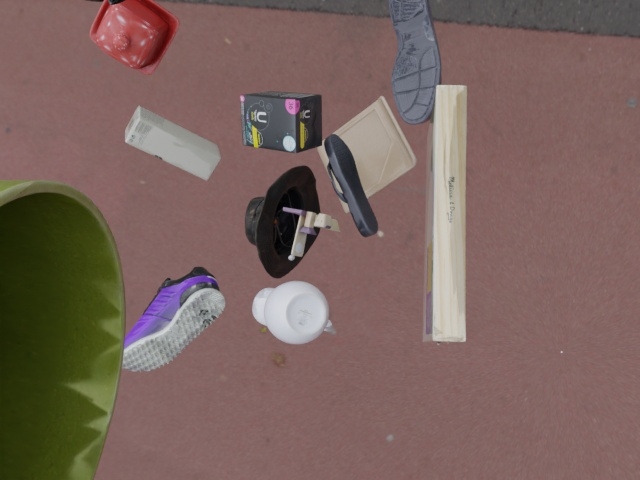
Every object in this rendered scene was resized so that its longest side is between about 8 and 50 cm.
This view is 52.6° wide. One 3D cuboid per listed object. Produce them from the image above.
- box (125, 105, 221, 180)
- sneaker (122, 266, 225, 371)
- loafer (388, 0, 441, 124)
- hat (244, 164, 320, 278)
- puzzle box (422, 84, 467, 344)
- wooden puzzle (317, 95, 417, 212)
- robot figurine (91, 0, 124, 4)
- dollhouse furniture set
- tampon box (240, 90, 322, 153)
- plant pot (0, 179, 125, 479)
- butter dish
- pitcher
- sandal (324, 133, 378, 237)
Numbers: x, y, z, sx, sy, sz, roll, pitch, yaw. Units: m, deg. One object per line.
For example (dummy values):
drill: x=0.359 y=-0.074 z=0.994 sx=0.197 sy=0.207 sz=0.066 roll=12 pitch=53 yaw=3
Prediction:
box: x=-0.447 y=-0.294 z=1.970 sx=0.094 sy=0.275 sz=0.113 roll=-54 pitch=28 yaw=18
sneaker: x=-0.339 y=0.166 z=1.432 sx=0.293 sy=0.102 sz=0.146 roll=-37 pitch=46 yaw=9
loafer: x=0.209 y=-0.390 z=1.353 sx=0.109 sy=0.095 sz=0.302 roll=-5 pitch=89 yaw=31
hat: x=-0.129 y=-0.060 z=1.832 sx=0.134 sy=0.331 sz=0.331 roll=10 pitch=85 yaw=28
puzzle box: x=0.212 y=-0.025 z=1.121 sx=0.052 sy=0.272 sz=0.408 roll=2 pitch=81 yaw=6
wooden puzzle: x=0.116 y=-0.216 z=1.655 sx=0.239 sy=0.044 sz=0.221 roll=-36 pitch=61 yaw=27
robot figurine: x=-0.310 y=-0.501 z=1.151 sx=0.291 sy=0.211 sz=0.085 roll=-14 pitch=87 yaw=-16
dollhouse furniture set: x=0.000 y=0.000 z=1.050 sx=0.091 sy=0.114 sz=0.081 roll=11 pitch=90 yaw=38
tampon box: x=-0.089 y=-0.273 z=1.479 sx=0.161 sy=0.101 sz=0.120 roll=13 pitch=114 yaw=35
plant pot: x=-0.312 y=0.081 z=0.388 sx=0.294 sy=0.275 sz=0.274 roll=8 pitch=84 yaw=6
butter dish: x=-0.408 y=-0.435 z=1.373 sx=0.160 sy=0.118 sz=0.160 roll=32 pitch=121 yaw=-16
pitcher: x=-0.036 y=0.154 z=1.332 sx=0.178 sy=0.207 sz=0.125 roll=19 pitch=80 yaw=-16
sandal: x=0.058 y=-0.124 z=1.504 sx=0.054 sy=0.097 sz=0.254 roll=-21 pitch=90 yaw=28
